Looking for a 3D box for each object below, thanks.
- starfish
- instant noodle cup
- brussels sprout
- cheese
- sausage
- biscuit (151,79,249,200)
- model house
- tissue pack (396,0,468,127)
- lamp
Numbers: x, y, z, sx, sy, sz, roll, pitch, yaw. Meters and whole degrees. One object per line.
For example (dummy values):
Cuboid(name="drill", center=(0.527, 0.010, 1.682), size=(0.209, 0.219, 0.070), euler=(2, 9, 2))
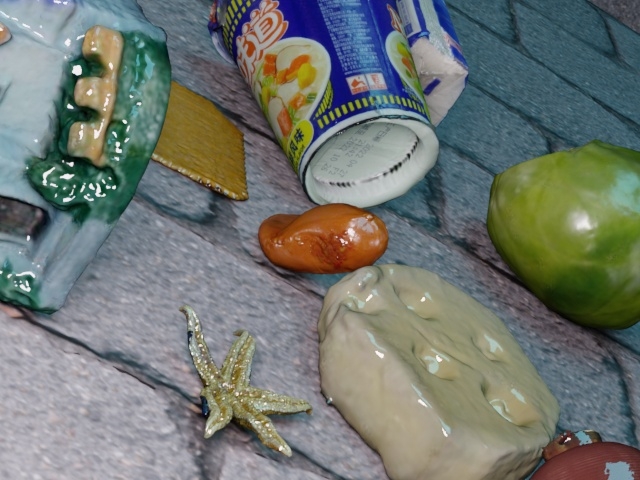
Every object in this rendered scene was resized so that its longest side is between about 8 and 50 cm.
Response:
Cuboid(name="starfish", center=(-0.073, 0.157, 1.711), size=(0.176, 0.053, 0.208), euler=(22, 32, -31))
Cuboid(name="instant noodle cup", center=(0.021, -0.216, 2.255), size=(0.284, 0.284, 0.312), euler=(15, 42, -40))
Cuboid(name="brussels sprout", center=(0.405, -0.021, 2.394), size=(0.344, 0.268, 0.344), euler=(32, 18, -12))
Cuboid(name="cheese", center=(0.132, 0.167, 1.896), size=(0.318, 0.115, 0.326), euler=(35, 25, -9))
Cuboid(name="sausage", center=(0.000, 0.000, 1.982), size=(0.179, 0.089, 0.089), euler=(1, -2, 40))
Cuboid(name="biscuit", center=(-0.196, -0.155, 2.125), size=(0.237, 0.013, 0.232), euler=(28, 27, -21))
Cuboid(name="model house", center=(-0.354, -0.138, 1.554), size=(0.329, 0.295, 0.251), euler=(20, 26, -38))
Cuboid(name="tissue pack", center=(0.121, -0.278, 2.517), size=(0.137, 0.209, 0.269), euler=(26, 27, -22))
Cuboid(name="lamp", center=(0.308, 0.334, 1.774), size=(0.180, 0.180, 0.258), euler=(14, 50, -41))
